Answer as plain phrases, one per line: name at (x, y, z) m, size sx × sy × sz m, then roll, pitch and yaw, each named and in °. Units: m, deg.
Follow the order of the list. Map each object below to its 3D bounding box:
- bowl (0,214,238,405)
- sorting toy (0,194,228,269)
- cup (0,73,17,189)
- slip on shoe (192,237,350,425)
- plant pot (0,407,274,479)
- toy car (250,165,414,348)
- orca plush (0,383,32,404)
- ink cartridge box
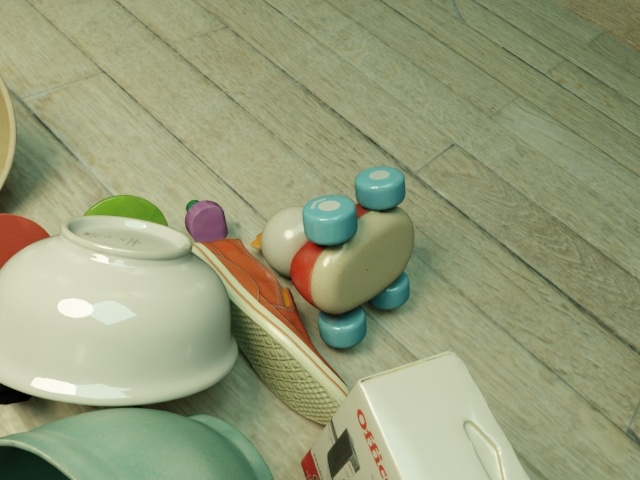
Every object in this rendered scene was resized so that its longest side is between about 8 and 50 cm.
bowl at (-0.230, 0.053, 0.600) m, size 0.297 × 0.134 × 0.298 m, roll 13°, pitch 11°, yaw -3°
sorting toy at (-0.328, -0.020, 0.769) m, size 0.365 × 0.127 × 0.126 m, roll -11°, pitch 27°, yaw -28°
cup at (-0.618, -0.164, 0.668) m, size 0.236 × 0.331 × 0.331 m, roll 21°, pitch 44°, yaw 36°
slip on shoe at (-0.066, 0.111, 0.720) m, size 0.101 × 0.123 × 0.331 m, roll -27°, pitch 60°, yaw -37°
plant pot at (-0.158, 0.281, 0.475) m, size 0.293 × 0.293 × 0.196 m, roll 44°, pitch 26°, yaw 18°
toy car at (0.000, 0.000, 0.805) m, size 0.237 × 0.219 × 0.210 m, roll 22°, pitch 43°, yaw 39°
orca plush at (-0.450, 0.084, 0.585) m, size 0.287 × 0.102 × 0.151 m, roll 31°, pitch 22°, yaw 19°
ink cartridge box at (0.087, 0.268, 0.535) m, size 0.114 × 0.273 × 0.197 m, roll -10°, pitch 56°, yaw -24°
